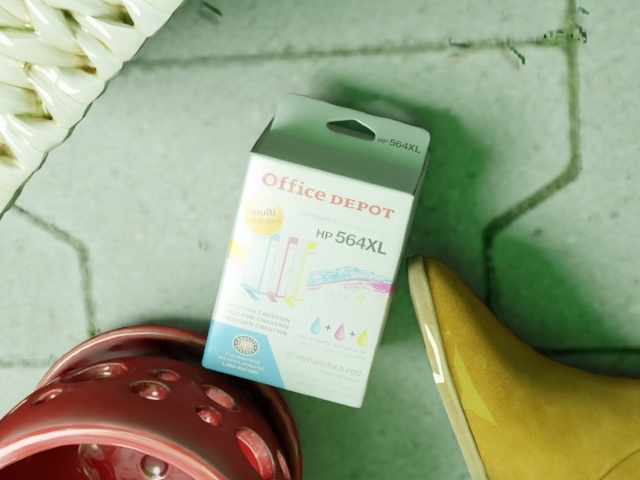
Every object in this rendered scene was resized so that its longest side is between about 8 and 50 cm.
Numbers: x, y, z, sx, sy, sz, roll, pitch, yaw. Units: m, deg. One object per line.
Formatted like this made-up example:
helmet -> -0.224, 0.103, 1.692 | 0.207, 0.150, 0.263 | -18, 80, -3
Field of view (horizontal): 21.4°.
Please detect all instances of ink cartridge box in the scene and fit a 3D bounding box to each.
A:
ink cartridge box -> 0.000, 0.000, 0.918 | 0.092, 0.090, 0.143 | 14, 110, 4

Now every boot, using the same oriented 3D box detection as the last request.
boot -> 0.189, 0.099, 0.927 | 0.211, 0.104, 0.295 | -24, 108, 10

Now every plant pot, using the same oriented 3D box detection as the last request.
plant pot -> -0.100, 0.153, 0.938 | 0.191, 0.174, 0.191 | 2, 108, 8

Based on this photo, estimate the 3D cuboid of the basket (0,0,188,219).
basket -> -0.202, -0.195, 0.748 | 0.331, 0.328, 0.266 | 38, 112, -13
